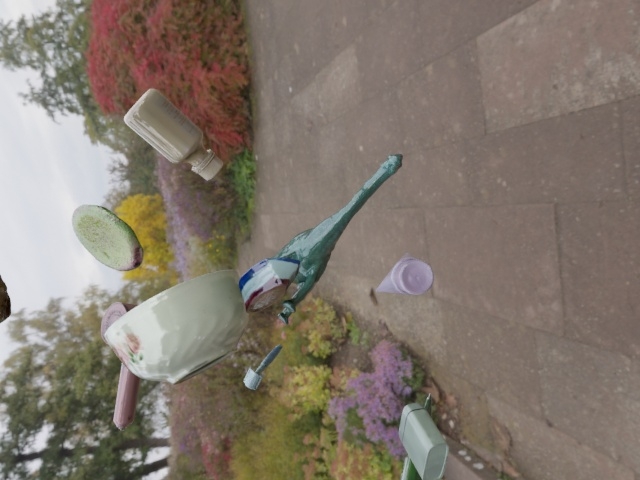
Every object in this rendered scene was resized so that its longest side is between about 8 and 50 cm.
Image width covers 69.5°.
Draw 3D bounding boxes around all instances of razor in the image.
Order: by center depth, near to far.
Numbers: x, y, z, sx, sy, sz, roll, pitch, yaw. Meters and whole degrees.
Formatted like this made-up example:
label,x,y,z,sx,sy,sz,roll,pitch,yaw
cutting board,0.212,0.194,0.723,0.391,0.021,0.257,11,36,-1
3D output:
label,x,y,z,sx,sy,sz,roll,pitch,yaw
razor,-0.134,0.307,1.158,0.040,0.135,0.068,35,129,10

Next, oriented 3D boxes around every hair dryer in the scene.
label,x,y,z,sx,sy,sz,roll,pitch,yaw
hair dryer,-0.534,0.369,1.352,0.125,0.210,0.352,-4,74,32

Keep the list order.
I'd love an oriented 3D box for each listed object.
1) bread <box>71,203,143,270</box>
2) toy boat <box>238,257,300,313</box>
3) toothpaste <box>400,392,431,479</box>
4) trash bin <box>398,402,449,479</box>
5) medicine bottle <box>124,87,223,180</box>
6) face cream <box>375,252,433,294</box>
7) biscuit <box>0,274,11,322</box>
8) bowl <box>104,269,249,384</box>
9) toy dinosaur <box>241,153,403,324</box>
label,x,y,z,sx,sy,sz,roll,pitch,yaw
bread,-0.587,0.000,1.263,0.033,0.229,0.228,-60,-19,-45
toy boat,-0.090,0.076,0.730,0.229,0.080,0.045,138,133,-60
toothpaste,0.261,0.576,1.246,0.392,0.061,0.098,-52,-25,-59
trash bin,0.237,0.464,1.068,0.130,0.059,0.116,-124,33,-63
medicine bottle,-0.360,-0.257,1.168,0.252,0.114,0.114,42,179,-27
face cream,0.233,0.095,1.295,0.096,0.154,0.274,38,175,-3
biscuit,-0.658,-0.008,0.786,0.268,0.115,0.366,2,109,46
bowl,-0.252,0.182,0.895,0.145,0.277,0.277,61,158,13
toy dinosaur,0.000,0.000,0.912,0.129,0.331,0.383,42,163,-3
